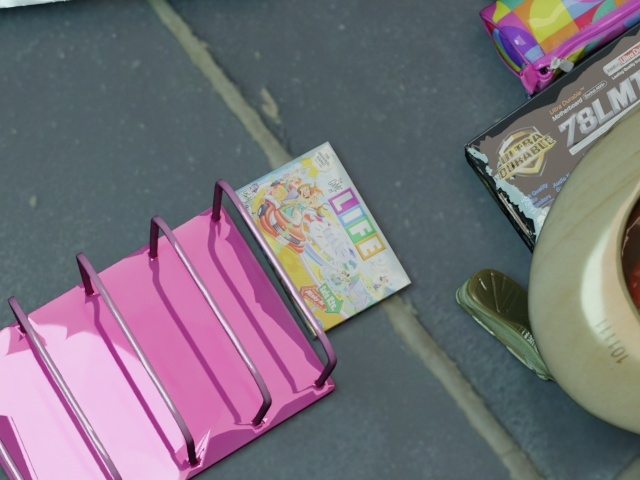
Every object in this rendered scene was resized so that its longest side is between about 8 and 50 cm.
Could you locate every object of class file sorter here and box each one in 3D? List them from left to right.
[{"bbox_3d":[-0.155,0.105,1.554,0.290,0.182,0.202,-31,81,-11],"label":"file sorter"}]

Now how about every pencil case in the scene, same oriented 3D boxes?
[{"bbox_3d":[0.263,-0.230,1.692,0.236,0.104,0.104,-36,83,-3],"label":"pencil case"}]

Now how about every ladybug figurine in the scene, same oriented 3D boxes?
[{"bbox_3d":[0.383,-0.006,1.527,0.449,0.162,0.305,-30,81,2],"label":"ladybug figurine"}]

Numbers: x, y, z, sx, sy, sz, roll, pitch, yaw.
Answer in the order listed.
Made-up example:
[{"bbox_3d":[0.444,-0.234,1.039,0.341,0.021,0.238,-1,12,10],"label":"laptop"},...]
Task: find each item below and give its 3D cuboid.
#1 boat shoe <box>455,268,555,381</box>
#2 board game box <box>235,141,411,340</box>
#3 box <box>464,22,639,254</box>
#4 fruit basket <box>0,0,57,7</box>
[{"bbox_3d":[0.192,0.086,1.664,0.153,0.048,0.056,36,65,-3],"label":"boat shoe"},{"bbox_3d":[0.000,0.000,1.670,0.103,0.026,0.154,-29,81,-11],"label":"board game box"},{"bbox_3d":[0.331,-0.048,1.655,0.295,0.073,0.293,-35,79,1],"label":"box"},{"bbox_3d":[-0.213,-0.398,1.666,0.327,0.165,0.353,-8,95,-4],"label":"fruit basket"}]
